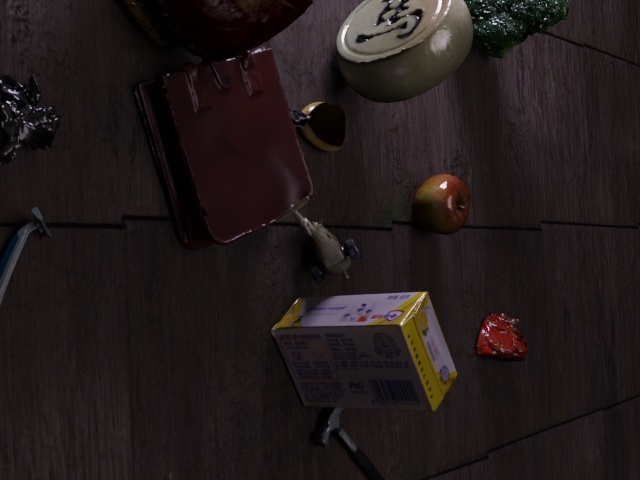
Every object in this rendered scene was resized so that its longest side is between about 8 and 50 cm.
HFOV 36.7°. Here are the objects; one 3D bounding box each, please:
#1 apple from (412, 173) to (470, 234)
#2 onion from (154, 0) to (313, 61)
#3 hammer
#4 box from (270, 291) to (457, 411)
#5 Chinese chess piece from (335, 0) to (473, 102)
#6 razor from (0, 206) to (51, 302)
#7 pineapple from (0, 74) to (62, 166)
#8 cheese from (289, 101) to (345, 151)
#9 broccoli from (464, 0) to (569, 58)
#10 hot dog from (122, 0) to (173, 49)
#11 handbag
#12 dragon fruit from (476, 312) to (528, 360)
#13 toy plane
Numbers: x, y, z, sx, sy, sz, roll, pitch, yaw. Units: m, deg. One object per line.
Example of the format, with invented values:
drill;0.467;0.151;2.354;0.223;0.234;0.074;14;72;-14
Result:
apple;0.241;-0.073;1.930;0.126;0.102;0.126;-5;96;-53
onion;-0.151;-0.381;1.360;0.207;0.216;0.206;-37;123;2
hammer;0.069;0.379;1.733;0.246;0.029;0.103;54;49;-36
box;0.069;0.180;1.560;0.097;0.265;0.168;-44;119;-46
Chinese chess piece;0.147;-0.358;1.716;0.101;0.250;0.250;54;48;-38
razor;-0.384;0.053;1.181;0.068;0.037;0.191;103;4;-70
pineapple;-0.401;-0.137;1.128;0.237;0.111;0.119;-16;131;-60
cheese;-0.018;-0.205;1.666;0.162;0.036;0.086;7;84;-51
broccoli;0.387;-0.507;2.093;0.254;0.269;0.269;-19;106;-7
hot dog;-0.252;-0.324;1.386;0.122;0.037;0.049;60;34;-37
handbag;-0.142;-0.145;1.475;0.260;0.084;0.275;-26;107;-47
dragon fruit;0.416;0.214;2.146;0.162;0.083;0.106;17;71;-47
toy plane;0.000;0.000;1.589;0.108;0.092;0.286;59;5;15
